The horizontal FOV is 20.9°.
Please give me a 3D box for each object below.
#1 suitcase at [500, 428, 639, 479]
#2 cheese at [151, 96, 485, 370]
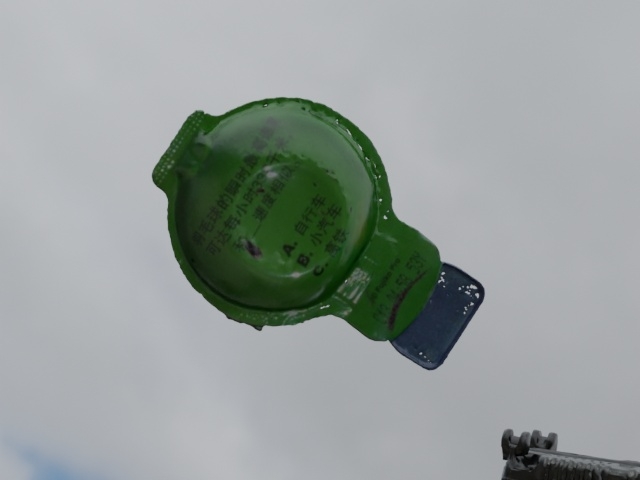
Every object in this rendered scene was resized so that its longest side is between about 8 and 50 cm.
[{"bbox_3d":[0.263,0.349,1.555,0.229,0.335,0.152,6,-5,21],"label":"suitcase"},{"bbox_3d":[0.000,0.000,1.522,0.320,0.204,0.083,33,0,-19],"label":"cheese"}]
